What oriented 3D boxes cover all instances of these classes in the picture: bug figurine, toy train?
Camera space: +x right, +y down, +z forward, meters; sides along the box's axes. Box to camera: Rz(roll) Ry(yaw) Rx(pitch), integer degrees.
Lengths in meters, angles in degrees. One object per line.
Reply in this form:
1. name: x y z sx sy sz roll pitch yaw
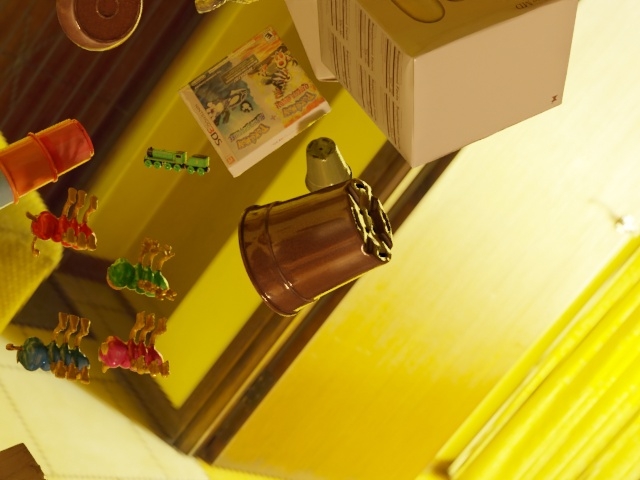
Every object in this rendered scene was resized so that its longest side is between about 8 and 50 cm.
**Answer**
1. bug figurine: -0.285 0.078 1.229 0.216 0.072 0.279 22 45 -32
2. toy train: -0.167 -0.093 1.127 0.083 0.024 0.017 10 22 15

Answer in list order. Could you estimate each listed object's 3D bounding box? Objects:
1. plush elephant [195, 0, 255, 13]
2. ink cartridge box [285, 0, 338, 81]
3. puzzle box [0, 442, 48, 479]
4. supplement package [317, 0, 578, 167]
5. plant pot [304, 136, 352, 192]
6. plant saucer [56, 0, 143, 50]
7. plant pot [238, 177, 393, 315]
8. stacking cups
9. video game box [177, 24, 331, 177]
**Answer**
1. plush elephant: -0.160 -0.555 1.793 0.330 0.271 0.256 37 54 -39
2. ink cartridge box: 0.127 -0.414 1.281 0.160 0.384 0.279 11 -52 63
3. puzzle box: -0.456 0.325 0.845 0.052 0.272 0.409 51 24 12
4. supplement package: 0.127 -0.222 1.025 0.203 0.194 0.149 55 -19 36
5. plant pot: 0.007 -0.129 1.630 0.083 0.083 0.079 46 -15 35
6. plant saucer: -0.377 -0.412 1.698 0.029 0.169 0.168 28 2 42
7. plant pot: 0.000 0.000 1.336 0.167 0.165 0.167 44 34 -40
8. stacking cups: -0.455 -0.074 1.285 0.096 0.316 0.096 38 -32 30
9. video game box: -0.116 -0.240 1.672 0.187 0.205 0.048 55 2 18
